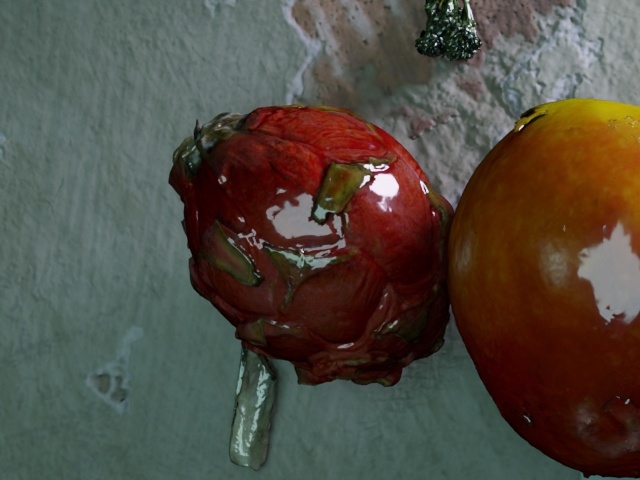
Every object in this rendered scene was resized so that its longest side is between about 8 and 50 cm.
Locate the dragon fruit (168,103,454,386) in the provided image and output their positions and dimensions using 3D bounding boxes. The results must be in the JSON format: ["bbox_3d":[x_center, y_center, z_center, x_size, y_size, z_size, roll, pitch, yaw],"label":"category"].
[{"bbox_3d":[0.000,0.000,1.753,0.277,0.277,0.342,-32,105,12],"label":"dragon fruit"}]

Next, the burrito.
[{"bbox_3d":[-0.075,0.183,1.884,0.055,0.041,0.149,7,88,29],"label":"burrito"}]

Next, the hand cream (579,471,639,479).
[{"bbox_3d":[0.321,0.210,1.768,0.109,0.067,0.320,3,83,15],"label":"hand cream"}]

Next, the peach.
[{"bbox_3d":[0.287,0.046,1.628,0.370,0.370,0.370,-1,86,16],"label":"peach"}]

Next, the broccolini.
[{"bbox_3d":[0.129,-0.292,1.847,0.074,0.058,0.201,-9,85,8],"label":"broccolini"}]
